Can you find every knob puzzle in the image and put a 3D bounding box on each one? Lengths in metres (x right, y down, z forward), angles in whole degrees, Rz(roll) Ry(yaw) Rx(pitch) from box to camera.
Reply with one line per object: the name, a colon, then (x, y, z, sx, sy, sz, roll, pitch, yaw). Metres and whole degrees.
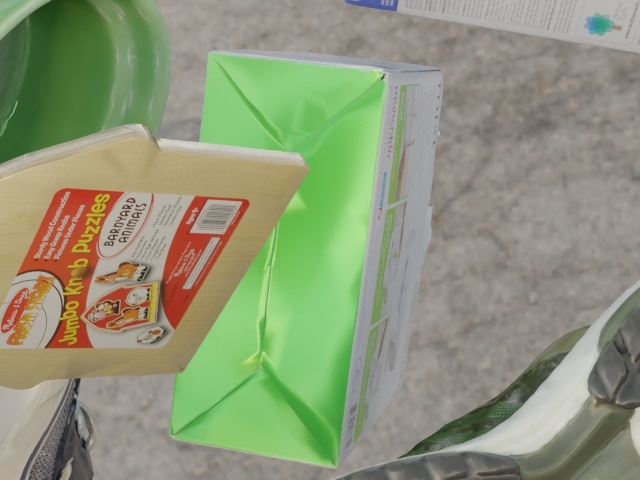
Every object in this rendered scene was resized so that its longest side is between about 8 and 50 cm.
knob puzzle: (-0.127, 0.006, 0.738, 0.213, 0.213, 0.030, -20, 56, -6)

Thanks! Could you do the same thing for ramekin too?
ramekin: (-0.269, -0.097, 1.162, 0.148, 0.303, 0.303, 30, 49, 21)

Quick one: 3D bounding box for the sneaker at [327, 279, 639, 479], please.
sneaker: (0.093, 0.152, 0.778, 0.410, 0.158, 0.182, -29, -4, -10)

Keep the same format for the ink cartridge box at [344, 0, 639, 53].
ink cartridge box: (0.185, -0.271, 1.327, 0.311, 0.186, 0.065, 8, 51, 0)

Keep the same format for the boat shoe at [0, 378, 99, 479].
boat shoe: (-0.208, 0.114, 0.988, 0.127, 0.341, 0.158, 30, 21, 16)

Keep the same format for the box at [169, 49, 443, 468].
box: (0.000, 0.000, 1.049, 0.126, 0.262, 0.231, 9, 10, 12)
